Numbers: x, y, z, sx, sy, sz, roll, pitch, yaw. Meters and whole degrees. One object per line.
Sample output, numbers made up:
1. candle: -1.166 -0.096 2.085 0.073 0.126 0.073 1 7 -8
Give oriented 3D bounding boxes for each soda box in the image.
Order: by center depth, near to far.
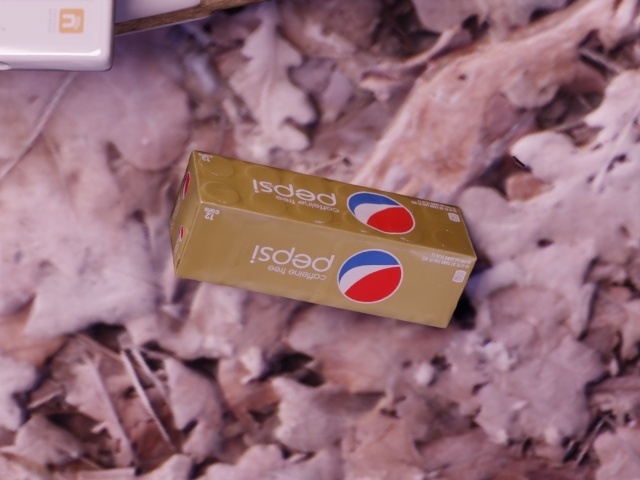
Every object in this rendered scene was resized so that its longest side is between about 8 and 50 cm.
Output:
1. soda box: 0.000 0.000 1.120 0.181 0.061 0.058 11 122 -16

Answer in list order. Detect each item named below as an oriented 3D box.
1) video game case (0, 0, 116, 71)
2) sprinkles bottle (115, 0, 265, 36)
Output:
1. video game case: -0.194 -0.187 0.883 0.193 0.212 0.023 1 167 0
2. sprinkles bottle: -0.158 -0.157 0.952 0.355 0.121 0.121 -12 125 -2
